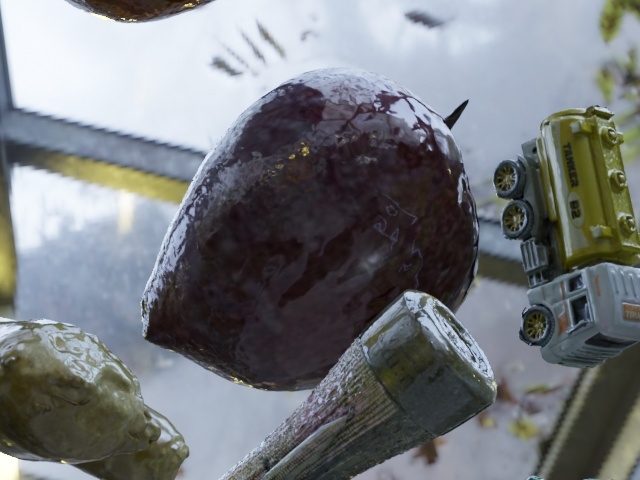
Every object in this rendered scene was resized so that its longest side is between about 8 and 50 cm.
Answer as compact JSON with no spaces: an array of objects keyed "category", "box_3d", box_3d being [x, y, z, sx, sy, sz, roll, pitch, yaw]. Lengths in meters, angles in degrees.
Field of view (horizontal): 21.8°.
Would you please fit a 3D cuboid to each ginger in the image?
[{"category":"ginger","box_3d":[-0.205,0.058,0.827,0.298,0.065,0.118,14,-28,26]}]

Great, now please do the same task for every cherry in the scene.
[{"category":"cherry","box_3d":[0.000,0.000,1.251,0.300,0.203,0.230,-34,-35,-9]}]

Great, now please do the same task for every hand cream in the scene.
[{"category":"hand cream","box_3d":[0.005,0.117,0.993,0.203,0.084,0.084,-38,-45,14]}]

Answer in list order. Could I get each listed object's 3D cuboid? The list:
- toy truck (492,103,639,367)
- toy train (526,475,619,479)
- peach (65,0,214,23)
[{"category":"toy truck","box_3d":[0.236,-0.004,1.515,0.098,0.227,0.114,9,-25,-41]},{"category":"toy train","box_3d":[0.194,0.245,1.298,0.194,0.080,0.125,13,-89,-43]},{"category":"peach","box_3d":[-0.128,-0.271,1.192,0.231,0.231,0.231,-9,-41,-8]}]
